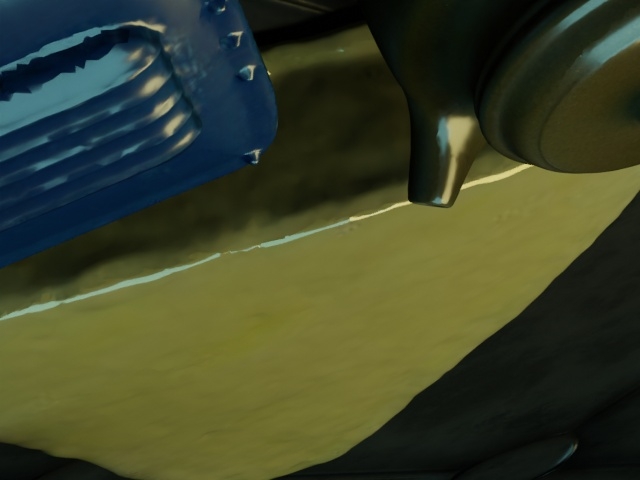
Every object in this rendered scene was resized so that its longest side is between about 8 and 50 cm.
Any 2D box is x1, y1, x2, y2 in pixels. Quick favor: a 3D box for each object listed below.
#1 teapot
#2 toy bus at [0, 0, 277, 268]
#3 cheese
[{"bbox_3d":[0.120,-0.110,0.575,0.268,0.175,0.186,-39,152,31],"label":"teapot"},{"bbox_3d":[-0.175,-0.060,0.434,0.288,0.175,0.138,-22,154,0],"label":"toy bus"},{"bbox_3d":[0.001,0.001,0.774,0.384,0.104,0.384,-18,154,-9],"label":"cheese"}]
